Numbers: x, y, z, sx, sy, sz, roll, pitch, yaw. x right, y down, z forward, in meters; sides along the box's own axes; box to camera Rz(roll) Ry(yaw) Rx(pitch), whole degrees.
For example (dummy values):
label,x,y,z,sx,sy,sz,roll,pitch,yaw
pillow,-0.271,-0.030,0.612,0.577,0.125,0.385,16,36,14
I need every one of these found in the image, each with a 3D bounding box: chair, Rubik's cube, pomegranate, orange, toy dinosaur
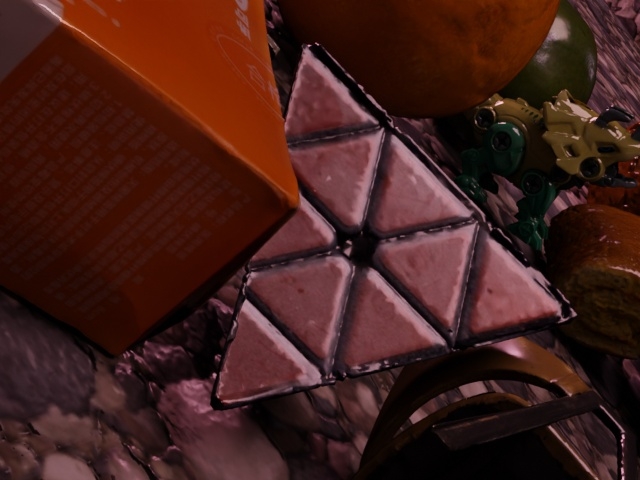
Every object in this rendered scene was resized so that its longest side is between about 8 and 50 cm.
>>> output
label,x,y,z,sx,sy,sz,roll,pitch,yaw
chair,0.077,0.148,0.738,0.172,0.158,0.247,52,23,6
Rubik's cube,0.000,0.000,0.812,0.211,0.178,0.191,-7,78,-22
pomegranate,0.175,-0.192,1.435,0.225,0.187,0.187,23,34,-33
orange,0.085,-0.235,1.230,0.261,0.261,0.261,42,24,-24
toy dinosaur,0.182,-0.099,1.347,0.259,0.153,0.094,30,17,10

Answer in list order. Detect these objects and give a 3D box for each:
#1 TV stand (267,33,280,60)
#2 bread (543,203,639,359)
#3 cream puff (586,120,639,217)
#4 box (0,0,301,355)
label,x,y,z,sx,sy,sz,roll,pitch,yaw
TV stand,-0.122,-0.233,1.088,0.249,0.036,0.042,50,21,-6
bread,0.286,0.038,1.368,0.132,0.103,0.172,21,25,-2
cream puff,0.476,-0.030,1.716,0.303,0.212,0.303,36,30,-25
box,-0.175,-0.126,0.689,0.341,0.143,0.225,38,26,-34
